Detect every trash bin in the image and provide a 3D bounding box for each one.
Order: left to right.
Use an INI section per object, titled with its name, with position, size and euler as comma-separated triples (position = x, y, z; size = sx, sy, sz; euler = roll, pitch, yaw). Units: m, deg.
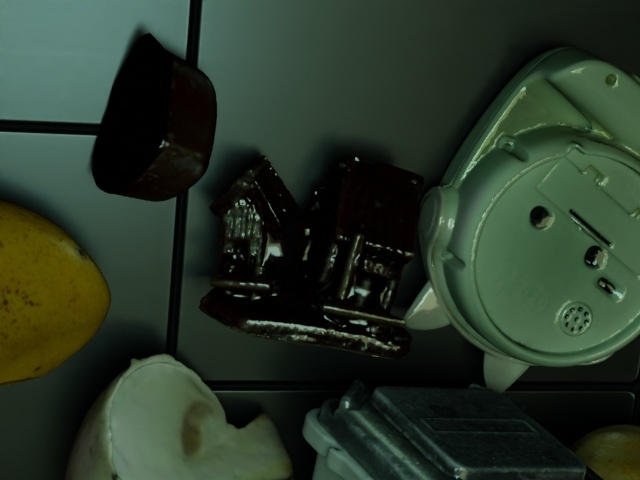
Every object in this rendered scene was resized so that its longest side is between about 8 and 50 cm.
[trash bin]
position = 0.107, 0.346, 1.540
size = 0.255, 0.296, 0.368
euler = 5, 111, -35

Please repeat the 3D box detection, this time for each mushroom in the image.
[mushroom]
position = -0.168, 0.213, 1.556
size = 0.236, 0.173, 0.162
euler = -4, 65, -50

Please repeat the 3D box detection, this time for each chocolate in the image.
[chocolate]
position = -0.134, -0.101, 1.475
size = 0.080, 0.125, 0.149
euler = 14, 98, -34

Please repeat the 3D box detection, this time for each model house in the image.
[model house]
position = -0.004, 0.003, 1.521
size = 0.203, 0.141, 0.164
euler = 8, 114, -14

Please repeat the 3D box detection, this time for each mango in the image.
[mango]
position = -0.328, 0.051, 1.440
size = 0.290, 0.160, 0.191
euler = -9, 89, -23

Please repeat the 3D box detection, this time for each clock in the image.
[clock]
position = 0.234, 0.000, 1.595
size = 0.265, 0.108, 0.324
euler = 37, 94, -21

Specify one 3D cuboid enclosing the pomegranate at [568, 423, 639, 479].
[pomegranate]
position = 0.307, 0.291, 1.652
size = 0.207, 0.207, 0.207
euler = -4, 106, -13
